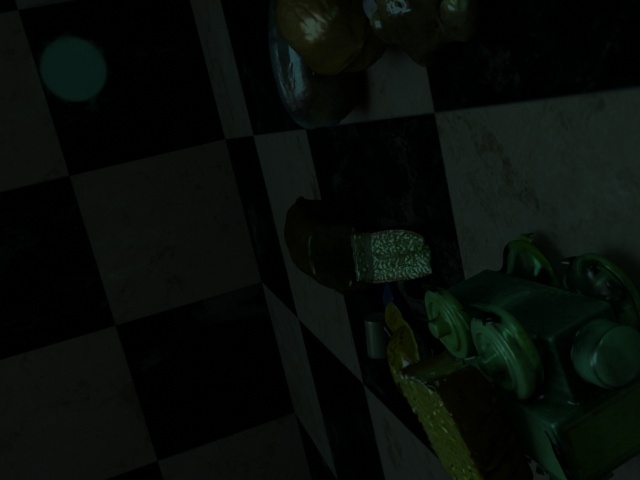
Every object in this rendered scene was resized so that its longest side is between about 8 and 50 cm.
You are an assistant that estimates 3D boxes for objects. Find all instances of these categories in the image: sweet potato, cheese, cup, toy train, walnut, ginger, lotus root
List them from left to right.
[{"bbox_3d":[-0.024,-0.353,1.067,0.158,0.139,0.323,-156,54,-72],"label":"lotus root"},{"bbox_3d":[0.000,0.000,1.354,0.370,0.157,0.158,-133,30,-65],"label":"sweet potato"},{"bbox_3d":[0.019,-0.318,0.893,0.207,0.159,0.159,-124,22,-48],"label":"walnut"},{"bbox_3d":[0.122,0.197,1.280,0.075,0.054,0.083,-139,38,-67],"label":"cup"},{"bbox_3d":[0.091,-0.274,0.690,0.214,0.059,0.133,37,159,-27],"label":"ginger"},{"bbox_3d":[0.152,0.188,1.140,0.157,0.064,0.250,95,165,-52],"label":"cheese"},{"bbox_3d":[0.217,0.114,0.638,0.188,0.159,0.271,67,167,-11],"label":"toy train"}]

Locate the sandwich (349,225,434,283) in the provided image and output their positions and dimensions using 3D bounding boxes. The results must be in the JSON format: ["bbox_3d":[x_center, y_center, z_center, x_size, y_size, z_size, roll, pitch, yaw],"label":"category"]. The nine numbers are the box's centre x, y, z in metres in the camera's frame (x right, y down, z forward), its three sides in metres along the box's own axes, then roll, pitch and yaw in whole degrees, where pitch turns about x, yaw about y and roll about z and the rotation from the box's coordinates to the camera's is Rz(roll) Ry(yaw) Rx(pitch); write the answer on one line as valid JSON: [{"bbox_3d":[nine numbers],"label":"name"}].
[{"bbox_3d":[0.106,0.023,1.078,0.244,0.088,0.090,180,78,-76],"label":"sandwich"}]

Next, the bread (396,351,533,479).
[{"bbox_3d":[0.138,0.177,0.599,0.187,0.065,0.103,58,168,-22],"label":"bread"}]

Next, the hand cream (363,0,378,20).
[{"bbox_3d":[0.129,-0.354,0.671,0.312,0.070,0.111,134,121,-65],"label":"hand cream"}]
